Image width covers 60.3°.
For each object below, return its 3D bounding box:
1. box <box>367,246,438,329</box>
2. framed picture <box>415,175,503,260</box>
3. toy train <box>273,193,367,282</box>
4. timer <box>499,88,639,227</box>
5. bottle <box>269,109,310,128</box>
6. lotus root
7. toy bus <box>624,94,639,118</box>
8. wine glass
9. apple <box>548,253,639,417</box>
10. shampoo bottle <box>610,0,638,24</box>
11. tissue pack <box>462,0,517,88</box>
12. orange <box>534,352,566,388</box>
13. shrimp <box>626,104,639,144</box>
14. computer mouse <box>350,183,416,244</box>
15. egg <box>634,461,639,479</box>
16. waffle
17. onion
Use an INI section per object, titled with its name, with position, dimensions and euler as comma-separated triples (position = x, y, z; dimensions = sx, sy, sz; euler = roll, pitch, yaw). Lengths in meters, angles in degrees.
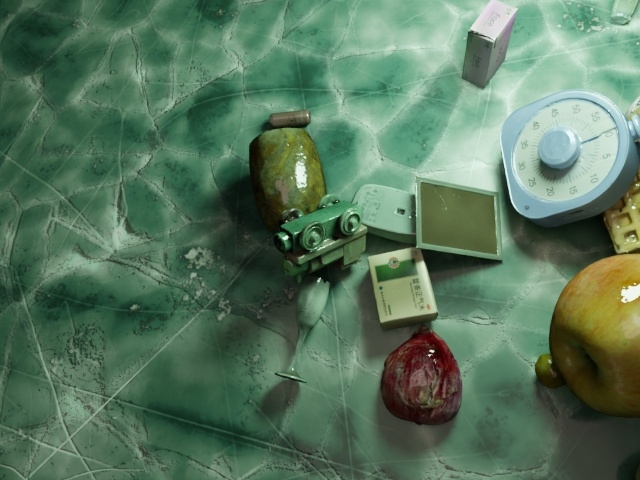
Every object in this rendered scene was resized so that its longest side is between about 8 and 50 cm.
[box]
position = 0.241, 0.142, 1.630
dimensions = 0.168, 0.095, 0.212
euler = -11, 64, 4
[framed picture]
position = 0.413, -0.063, 1.652
dimensions = 0.293, 0.018, 0.231
euler = 9, 70, -17
[toy train]
position = 0.000, 0.000, 1.609
dimensions = 0.304, 0.221, 0.150
euler = -22, 39, -30
[timer]
position = 0.713, -0.250, 1.567
dimensions = 0.395, 0.173, 0.394
euler = -17, 65, 40
[bottle]
position = -0.105, -0.423, 1.921
dimensions = 0.140, 0.053, 0.053
euler = -5, 70, 8
[lotus root]
position = -0.099, -0.165, 1.741
dimensions = 0.251, 0.250, 0.345
euler = -10, 74, 6
[toy bus]
position = 1.064, -0.330, 1.630
dimensions = 0.179, 0.143, 0.305
euler = -45, 70, -4
[wine glass]
position = -0.119, 0.230, 1.609
dimensions = 0.264, 0.096, 0.309
euler = 23, 71, -26
[apple]
position = 0.758, 0.238, 1.354
dimensions = 0.347, 0.391, 0.391
euler = -19, 66, -23
[shampoo bottle]
position = 1.036, -0.824, 1.860
dimensions = 0.072, 0.049, 0.212
euler = 24, 76, 13
[tissue pack]
position = 0.540, -0.628, 1.773
dimensions = 0.092, 0.246, 0.148
euler = 32, 79, 19
[orange]
position = 0.629, 0.353, 1.498
dimensions = 0.085, 0.085, 0.095
euler = -25, 70, 1
[shrimp]
position = 0.936, -0.283, 1.588
dimensions = 0.168, 0.317, 0.077
euler = 45, 42, 16
[computer mouse]
position = 0.233, -0.077, 1.715
dimensions = 0.289, 0.097, 0.159
euler = 15, 74, 20
[egg]
position = 0.842, 0.588, 1.356
dimensions = 0.140, 0.118, 0.116
euler = -17, 29, -31
[waffle]
position = 0.970, -0.119, 1.507
dimensions = 0.376, 0.114, 0.260
euler = -21, 66, 31
[onion]
position = 0.284, 0.366, 1.537
dimensions = 0.227, 0.120, 0.283
euler = 3, 71, 6
